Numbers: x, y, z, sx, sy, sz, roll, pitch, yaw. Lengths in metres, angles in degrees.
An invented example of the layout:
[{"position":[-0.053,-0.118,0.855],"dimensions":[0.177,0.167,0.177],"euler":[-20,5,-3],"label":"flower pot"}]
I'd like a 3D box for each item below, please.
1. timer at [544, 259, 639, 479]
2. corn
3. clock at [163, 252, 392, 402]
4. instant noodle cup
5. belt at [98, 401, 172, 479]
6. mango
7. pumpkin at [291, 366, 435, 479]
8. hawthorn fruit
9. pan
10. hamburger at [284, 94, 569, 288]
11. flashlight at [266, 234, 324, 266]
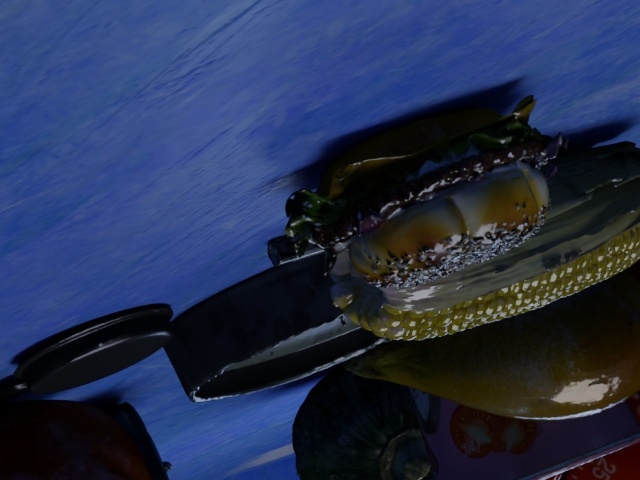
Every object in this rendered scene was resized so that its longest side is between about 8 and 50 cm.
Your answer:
[{"position":[0.403,0.167,2.276],"dimensions":[0.378,0.279,0.378],"euler":[-47,162,-20],"label":"timer"},{"position":[0.138,-0.007,1.452],"dimensions":[0.305,0.122,0.123],"euler":[-16,142,-41],"label":"corn"},{"position":[0.012,0.060,1.681],"dimensions":[0.312,0.061,0.312],"euler":[-21,170,-4],"label":"clock"},{"position":[0.199,0.146,2.032],"dimensions":[0.243,0.231,0.243],"euler":[-20,171,-3],"label":"instant noodle cup"},{"position":[-0.203,0.273,1.967],"dimensions":[0.116,0.206,0.267],"euler":[-19,180,-15],"label":"belt"},{"position":[0.176,0.093,1.847],"dimensions":[0.316,0.146,0.193],"euler":[-4,-151,19],"label":"mango"},{"position":[0.100,0.230,2.408],"dimensions":[0.293,0.197,0.263],"euler":[-22,177,15],"label":"pumpkin"},{"position":[-0.274,0.235,1.637],"dimensions":[0.242,0.242,0.271],"euler":[-24,148,20],"label":"hawthorn fruit"},{"position":[-0.213,0.108,1.562],"dimensions":[0.235,0.028,0.136],"euler":[-28,168,36],"label":"pan"},{"position":[0.071,-0.023,1.248],"dimensions":[0.189,0.093,0.164],"euler":[-19,171,-2],"label":"hamburger"},{"position":[0.000,0.000,1.443],"dimensions":[0.083,0.018,0.018],"euler":[-16,169,-26],"label":"flashlight"}]
